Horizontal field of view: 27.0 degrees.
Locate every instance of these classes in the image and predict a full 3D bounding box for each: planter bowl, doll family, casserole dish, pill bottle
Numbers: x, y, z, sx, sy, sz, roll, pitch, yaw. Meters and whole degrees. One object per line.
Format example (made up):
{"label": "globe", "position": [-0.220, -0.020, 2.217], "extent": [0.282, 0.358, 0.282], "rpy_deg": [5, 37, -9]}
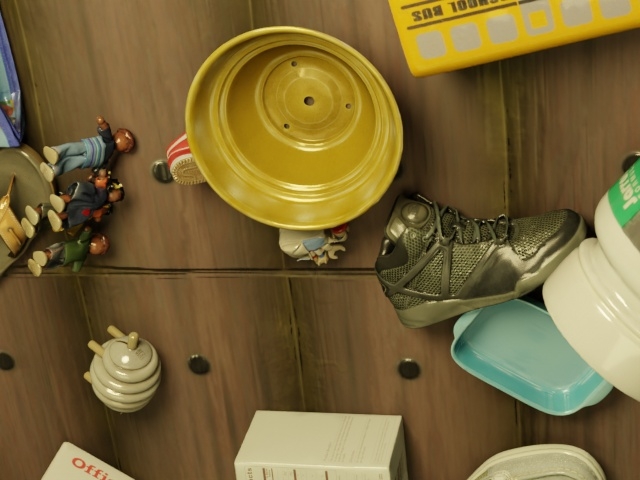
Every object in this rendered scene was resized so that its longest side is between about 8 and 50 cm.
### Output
{"label": "planter bowl", "position": [-0.019, -0.125, 1.330], "extent": [0.217, 0.090, 0.217], "rpy_deg": [6, 120, 10]}
{"label": "doll family", "position": [-0.253, -0.047, 1.424], "extent": [0.076, 0.111, 0.193], "rpy_deg": [53, 136, 21]}
{"label": "casserole dish", "position": [0.228, 0.116, 1.425], "extent": [0.188, 0.037, 0.114], "rpy_deg": [28, 122, -12]}
{"label": "pill bottle", "position": [0.383, -0.026, 1.209], "extent": [0.204, 0.204, 0.361], "rpy_deg": [37, 114, -8]}

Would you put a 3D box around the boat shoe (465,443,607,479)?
{"label": "boat shoe", "position": [0.181, 0.333, 1.528], "extent": [0.320, 0.103, 0.118], "rpy_deg": [-26, 110, 25]}

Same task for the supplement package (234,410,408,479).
{"label": "supplement package", "position": [0.003, 0.269, 1.534], "extent": [0.179, 0.105, 0.105], "rpy_deg": [1, 119, 13]}

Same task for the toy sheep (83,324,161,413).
{"label": "toy sheep", "position": [-0.226, 0.149, 1.536], "extent": [0.091, 0.091, 0.132], "rpy_deg": [18, 139, 3]}

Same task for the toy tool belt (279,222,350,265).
{"label": "toy tool belt", "position": [0.000, 0.000, 1.426], "extent": [0.083, 0.052, 0.051], "rpy_deg": [-11, 146, 22]}

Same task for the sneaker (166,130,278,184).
{"label": "sneaker", "position": [-0.105, -0.090, 1.405], "extent": [0.118, 0.067, 0.042], "rpy_deg": [-5, 119, -18]}

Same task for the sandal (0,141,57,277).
{"label": "sandal", "position": [-0.366, -0.016, 1.491], "extent": [0.090, 0.060, 0.219], "rpy_deg": [37, 120, -8]}

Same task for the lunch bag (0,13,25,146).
{"label": "lunch bag", "position": [-0.442, -0.205, 1.385], "extent": [0.221, 0.138, 0.293], "rpy_deg": [-2, 130, 13]}

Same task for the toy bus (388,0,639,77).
{"label": "toy bus", "position": [0.229, -0.252, 1.191], "extent": [0.332, 0.108, 0.130], "rpy_deg": [-11, 116, 19]}

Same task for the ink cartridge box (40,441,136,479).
{"label": "ink cartridge box", "position": [-0.306, 0.427, 1.599], "extent": [0.198, 0.270, 0.197], "rpy_deg": [31, 122, -4]}

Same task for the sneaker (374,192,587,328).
{"label": "sneaker", "position": [0.152, 0.001, 1.362], "extent": [0.227, 0.087, 0.130], "rpy_deg": [-20, 118, 28]}
